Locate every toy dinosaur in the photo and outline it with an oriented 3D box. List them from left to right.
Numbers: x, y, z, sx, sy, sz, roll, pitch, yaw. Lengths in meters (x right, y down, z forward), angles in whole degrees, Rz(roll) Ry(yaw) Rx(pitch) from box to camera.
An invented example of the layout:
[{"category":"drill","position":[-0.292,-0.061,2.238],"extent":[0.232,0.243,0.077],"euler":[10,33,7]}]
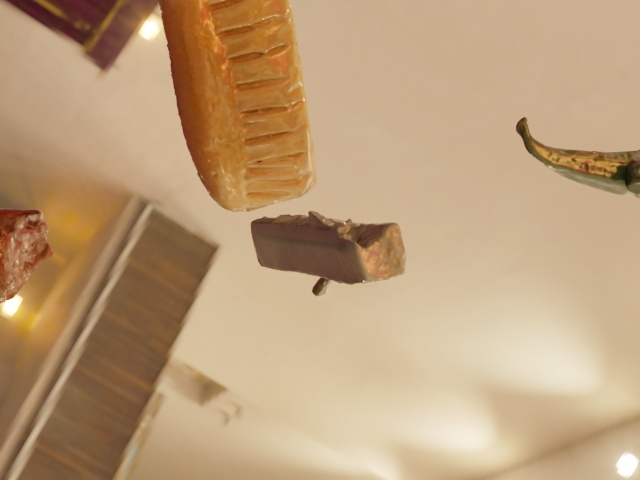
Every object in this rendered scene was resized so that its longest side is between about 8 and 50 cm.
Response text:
[{"category":"toy dinosaur","position":[0.305,-0.034,1.185],"extent":[0.079,0.292,0.120],"euler":[110,-23,-45]}]

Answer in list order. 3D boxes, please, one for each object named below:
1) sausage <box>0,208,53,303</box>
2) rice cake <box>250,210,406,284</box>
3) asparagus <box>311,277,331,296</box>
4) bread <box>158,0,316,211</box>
[{"category":"sausage","position":[-0.348,-0.024,1.027],"extent":[0.076,0.302,0.102],"euler":[-86,-163,-72]},{"category":"rice cake","position":[0.000,0.000,0.823],"extent":[0.030,0.042,0.180],"euler":[-17,-171,-21]},{"category":"asparagus","position":[0.013,0.028,1.264],"extent":[0.114,0.015,0.014],"euler":[130,-56,-64]},{"category":"bread","position":[-0.068,-0.141,1.138],"extent":[0.140,0.106,0.236],"euler":[-95,177,-69]}]
